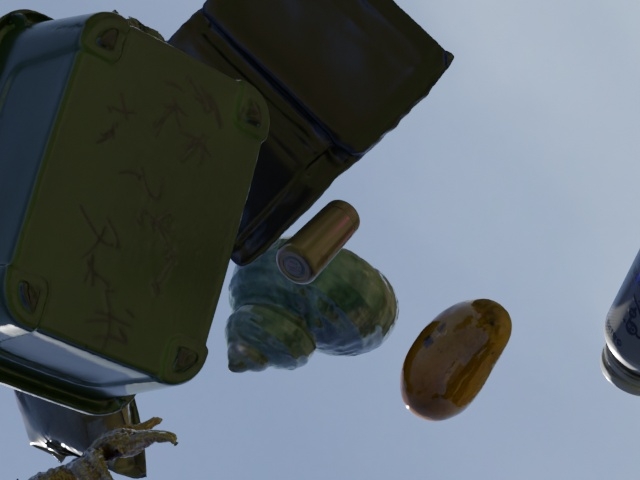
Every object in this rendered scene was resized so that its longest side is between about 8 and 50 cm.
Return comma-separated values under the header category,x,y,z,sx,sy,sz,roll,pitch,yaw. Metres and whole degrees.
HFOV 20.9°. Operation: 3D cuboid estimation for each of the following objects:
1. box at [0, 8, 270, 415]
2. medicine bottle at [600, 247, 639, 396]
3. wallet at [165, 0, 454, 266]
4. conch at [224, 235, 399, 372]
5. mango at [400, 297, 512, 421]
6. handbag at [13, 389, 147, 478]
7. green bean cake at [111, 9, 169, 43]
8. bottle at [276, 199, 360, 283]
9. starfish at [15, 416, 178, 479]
category,x,y,z,sx,sy,sz,roll,pitch,yaw
box,-0.194,-0.031,1.516,0.253,0.178,0.328,24,-110,-32
medicine bottle,0.369,0.076,1.862,0.107,0.191,0.107,10,-139,-9
wallet,-0.052,-0.156,1.851,0.247,0.323,0.041,44,-172,8
conch,-0.021,0.088,2.278,0.195,0.220,0.277,37,-127,22
mango,0.165,0.142,2.149,0.090,0.178,0.115,19,-160,-33
handbag,-0.315,0.226,2.278,0.117,0.270,0.182,-25,-73,-33
green bean cake,-0.211,-0.152,2.025,0.181,0.173,0.094,31,-158,-16
bottle,0.000,0.000,1.689,0.045,0.045,0.096,56,-132,-12
starfish,-0.269,0.267,2.050,0.236,0.277,0.062,-29,-87,-28
